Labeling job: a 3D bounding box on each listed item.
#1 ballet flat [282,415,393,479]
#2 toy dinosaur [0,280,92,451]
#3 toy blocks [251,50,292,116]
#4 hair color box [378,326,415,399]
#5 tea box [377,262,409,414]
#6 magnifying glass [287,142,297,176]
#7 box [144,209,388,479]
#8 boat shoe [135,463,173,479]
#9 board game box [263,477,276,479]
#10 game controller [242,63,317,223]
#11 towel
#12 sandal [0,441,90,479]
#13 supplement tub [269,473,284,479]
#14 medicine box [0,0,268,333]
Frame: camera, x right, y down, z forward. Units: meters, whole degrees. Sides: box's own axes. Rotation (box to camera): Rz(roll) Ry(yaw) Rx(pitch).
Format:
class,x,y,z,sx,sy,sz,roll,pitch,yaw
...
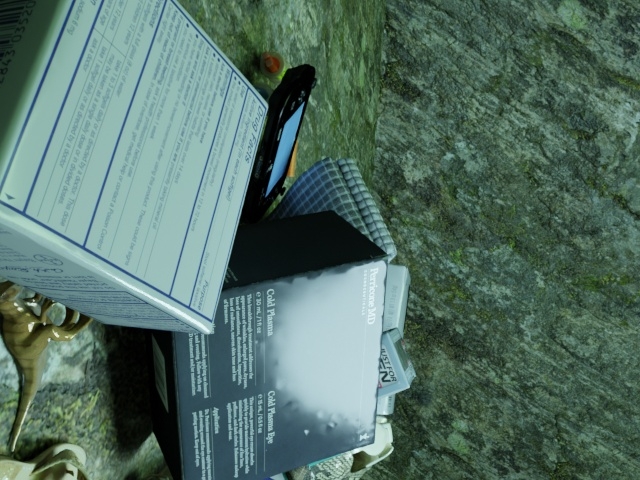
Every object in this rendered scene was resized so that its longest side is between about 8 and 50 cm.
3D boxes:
class,x,y,z,sx,sy,sz,roll,pitch,yaw
ballet flat,0.062,0.428,1.525,0.483,0.182,0.164,37,31,-74
toy dinosaur,-0.300,0.105,0.768,0.112,0.064,0.212,-27,136,-37
toy blocks,-0.102,-0.306,1.410,0.148,0.054,0.123,3,95,-78
hair color box,-0.010,0.291,1.447,0.185,0.374,0.114,16,53,-78
tea box,0.026,0.211,1.689,0.220,0.323,0.329,50,47,-75
magnifying glass,-0.060,-0.263,1.709,0.092,0.026,0.231,-6,105,-78
box,-0.085,0.162,1.083,0.179,0.312,0.343,-137,-137,-54
boat shoe,-0.237,0.395,1.092,0.302,0.109,0.098,-74,146,-76
board game box,-0.148,0.531,1.158,0.291,0.141,0.232,-66,-169,-7
game controller,-0.080,-0.178,1.401,0.166,0.067,0.319,-71,180,-49
towel,0.000,0.000,1.490,0.121,0.235,0.283,-9,155,-42
sandal,-0.291,0.274,0.798,0.240,0.079,0.088,57,50,-72
supplement tub,-0.096,0.527,1.603,0.338,0.207,0.207,26,72,-78
medicine box,-0.200,-0.083,0.673,0.289,0.149,0.264,44,53,-55
